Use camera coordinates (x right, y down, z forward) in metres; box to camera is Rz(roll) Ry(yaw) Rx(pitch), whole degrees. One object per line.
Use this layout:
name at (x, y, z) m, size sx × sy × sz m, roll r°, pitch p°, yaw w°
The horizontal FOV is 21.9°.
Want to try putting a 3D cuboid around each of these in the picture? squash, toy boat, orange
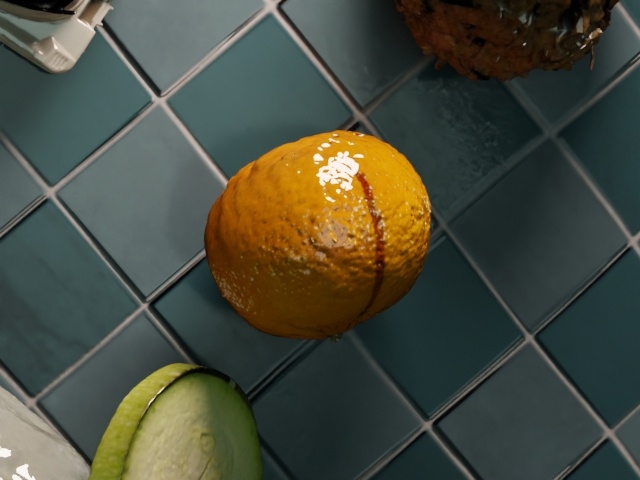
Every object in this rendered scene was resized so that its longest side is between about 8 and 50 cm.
squash at (-0.118, 0.209, 1.354) m, size 0.041 × 0.219 × 0.219 m, roll 5°, pitch 95°, yaw 30°
toy boat at (-0.276, -0.250, 1.300) m, size 0.269 × 0.141 × 0.141 m, roll 35°, pitch 86°, yaw -28°
orange at (0.000, 0.000, 1.351) m, size 0.193 × 0.193 × 0.161 m, roll -24°, pitch 83°, yaw -10°

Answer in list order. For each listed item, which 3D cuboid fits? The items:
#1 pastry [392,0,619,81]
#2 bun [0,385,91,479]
pastry at (0.166, -0.267, 1.367) m, size 0.275 × 0.193 × 0.275 m, roll -1°, pitch 93°, yaw -12°
bun at (-0.346, 0.255, 1.292) m, size 0.354 × 0.194 × 0.354 m, roll -1°, pitch 93°, yaw -13°
